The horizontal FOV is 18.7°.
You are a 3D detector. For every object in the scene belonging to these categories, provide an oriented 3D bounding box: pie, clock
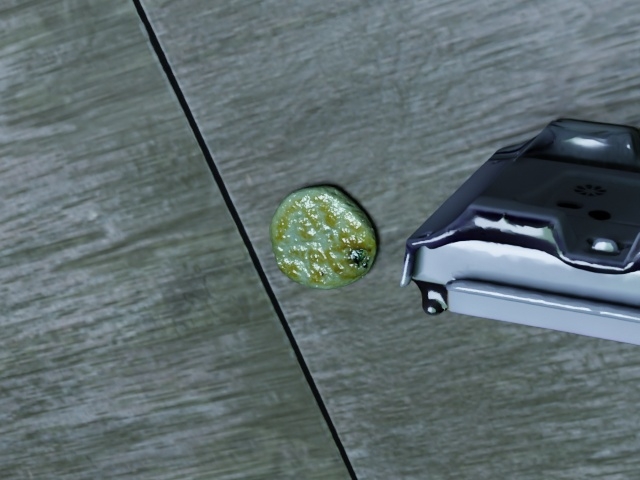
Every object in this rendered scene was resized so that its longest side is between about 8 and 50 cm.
[{"bbox_3d":[0.000,0.000,1.385,0.085,0.017,0.085,11,122,19],"label":"pie"},{"bbox_3d":[0.194,-0.002,1.188,0.253,0.186,0.083,10,115,21],"label":"clock"}]
